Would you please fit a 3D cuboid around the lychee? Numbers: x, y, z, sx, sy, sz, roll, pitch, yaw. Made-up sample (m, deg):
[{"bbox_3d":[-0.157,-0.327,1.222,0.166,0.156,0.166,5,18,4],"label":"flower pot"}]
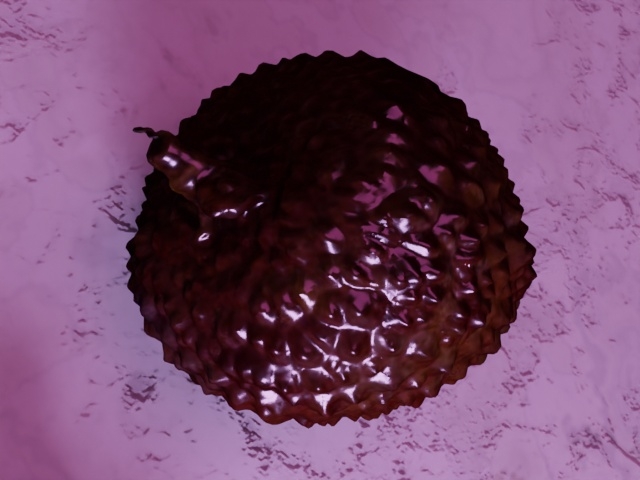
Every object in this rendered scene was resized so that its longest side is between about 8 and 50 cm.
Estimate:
[{"bbox_3d":[0.000,0.000,0.836,0.300,0.264,0.264,25,61,-38],"label":"lychee"}]
